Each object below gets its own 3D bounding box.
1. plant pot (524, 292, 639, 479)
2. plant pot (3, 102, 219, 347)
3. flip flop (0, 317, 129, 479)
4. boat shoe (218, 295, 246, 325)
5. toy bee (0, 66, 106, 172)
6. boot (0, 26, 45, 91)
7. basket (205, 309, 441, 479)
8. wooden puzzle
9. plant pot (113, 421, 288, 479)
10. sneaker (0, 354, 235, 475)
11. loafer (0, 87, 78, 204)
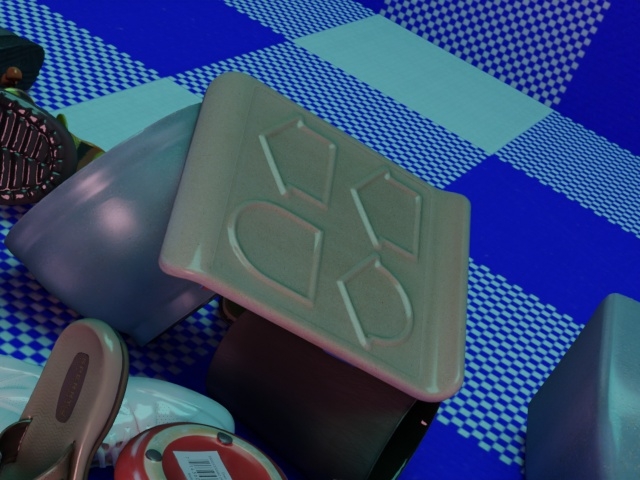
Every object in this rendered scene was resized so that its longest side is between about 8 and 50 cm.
[{"bbox_3d":[0.384,0.266,1.486,0.247,0.248,0.252,25,42,1],"label":"plant pot"},{"bbox_3d":[-0.195,0.001,1.478,0.196,0.293,0.293,55,30,1],"label":"plant pot"},{"bbox_3d":[-0.243,0.196,1.066,0.112,0.277,0.080,14,-8,33],"label":"flip flop"},{"bbox_3d":[-0.107,0.078,1.624,0.056,0.049,0.152,42,20,-7],"label":"boat shoe"},{"bbox_3d":[-0.384,-0.138,1.628,0.195,0.162,0.298,-2,-22,42],"label":"toy bee"},{"bbox_3d":[-0.600,-0.301,1.870,0.223,0.118,0.338,33,16,23],"label":"boot"},{"bbox_3d":[-0.003,0.177,1.415,0.227,0.154,0.204,27,49,18],"label":"basket"},{"bbox_3d":[0.000,0.000,1.388,0.348,0.080,0.322,26,43,-17],"label":"wooden puzzle"},{"bbox_3d":[-0.117,0.271,1.113,0.191,0.174,0.191,22,25,-11],"label":"plant pot"},{"bbox_3d":[-0.232,0.210,1.218,0.292,0.108,0.169,10,29,-7],"label":"sneaker"},{"bbox_3d":[-0.451,-0.135,1.464,0.366,0.134,0.130,15,7,5],"label":"loafer"}]
